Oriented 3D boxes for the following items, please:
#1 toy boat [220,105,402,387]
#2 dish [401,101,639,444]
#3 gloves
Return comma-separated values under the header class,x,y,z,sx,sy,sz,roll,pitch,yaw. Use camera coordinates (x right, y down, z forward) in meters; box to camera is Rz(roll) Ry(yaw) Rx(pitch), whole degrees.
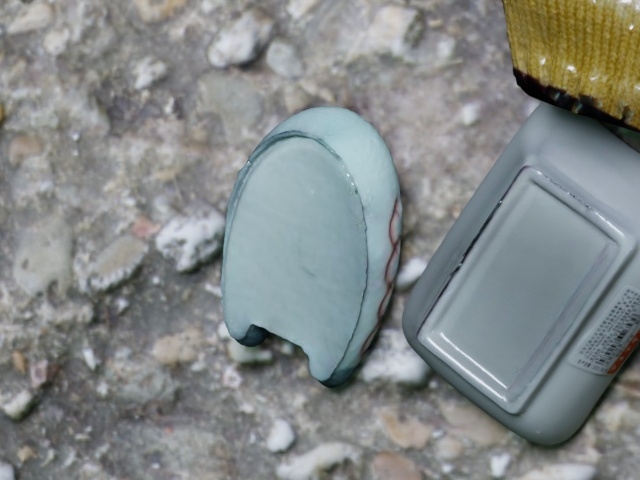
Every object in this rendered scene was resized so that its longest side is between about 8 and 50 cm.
class,x,y,z,sx,sy,sz,roll,pitch,yaw
toy boat,0.000,0.000,1.243,0.134,0.079,0.208,25,121,30
dish,0.145,0.028,1.157,0.151,0.077,0.212,39,114,17
gloves,0.200,-0.235,1.038,0.203,0.155,0.356,22,124,30
